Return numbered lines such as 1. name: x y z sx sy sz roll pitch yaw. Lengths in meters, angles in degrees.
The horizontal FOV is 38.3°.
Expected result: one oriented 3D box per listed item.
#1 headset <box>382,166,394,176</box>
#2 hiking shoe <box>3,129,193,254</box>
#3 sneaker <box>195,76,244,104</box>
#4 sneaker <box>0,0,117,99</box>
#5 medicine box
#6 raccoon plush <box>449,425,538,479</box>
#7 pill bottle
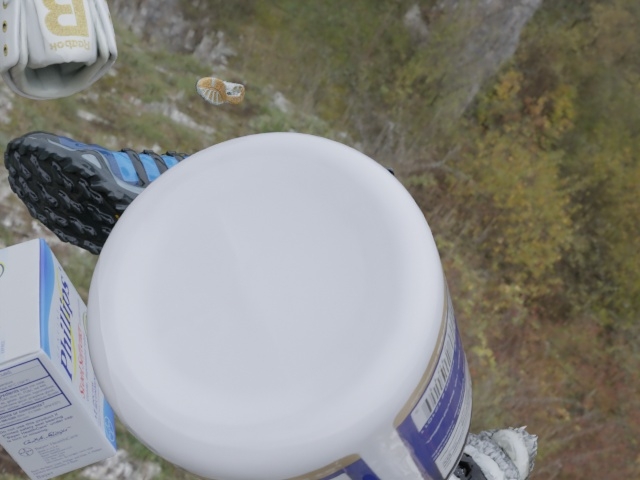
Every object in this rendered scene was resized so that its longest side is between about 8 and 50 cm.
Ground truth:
1. headset: 0.000 0.000 1.790 0.394 0.185 0.243 -32 53 -33
2. hiking shoe: -0.190 -0.047 1.001 0.304 0.113 0.132 22 34 4
3. sneaker: -0.129 -0.180 1.109 0.037 0.032 0.083 17 8 29
4. sneaker: -0.170 -0.207 0.614 0.108 0.292 0.169 -11 74 -24
5. medicine box: -0.460 0.195 1.500 0.149 0.289 0.263 -18 44 -1
6. raccoon plush: 0.190 0.433 1.101 0.216 0.446 0.299 -1 41 21
7. pill bottle: 0.000 0.072 0.483 0.153 0.153 0.265 53 -5 28
